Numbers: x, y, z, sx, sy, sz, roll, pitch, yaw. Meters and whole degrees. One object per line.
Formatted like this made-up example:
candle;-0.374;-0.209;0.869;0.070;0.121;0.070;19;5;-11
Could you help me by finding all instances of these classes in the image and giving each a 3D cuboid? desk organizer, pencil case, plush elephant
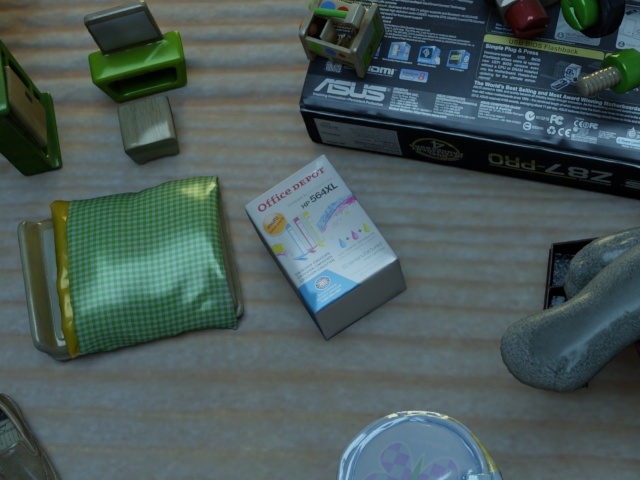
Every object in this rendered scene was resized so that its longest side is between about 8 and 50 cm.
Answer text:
desk organizer;0.222;0.062;1.239;0.047;0.050;0.130;5;71;10
pencil case;0.092;0.225;1.082;0.124;0.273;0.113;-8;62;8
plush elephant;0.346;0.076;1.125;0.272;0.255;0.330;32;85;27

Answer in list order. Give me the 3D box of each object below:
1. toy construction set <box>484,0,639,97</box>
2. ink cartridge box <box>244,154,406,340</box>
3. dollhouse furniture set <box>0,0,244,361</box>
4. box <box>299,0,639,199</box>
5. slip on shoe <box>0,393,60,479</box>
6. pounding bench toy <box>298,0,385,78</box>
toy construction set;0.244;-0.327;1.223;0.237;0.257;0.309;-22;43;-20
ink cartridge box;0.000;0.000;1.275;0.092;0.090;0.143;-33;69;-4
dollhouse furniture set;-0.203;-0.057;1.294;0.197;0.151;0.302;-14;69;3
box;0.206;-0.218;1.322;0.394;0.097;0.318;10;74;12
slip on shoe;-0.279;0.198;1.271;0.051;0.041;0.135;-27;68;-2
pounding bench toy;0.014;-0.196;1.251;0.065;0.083;0.052;21;75;17
